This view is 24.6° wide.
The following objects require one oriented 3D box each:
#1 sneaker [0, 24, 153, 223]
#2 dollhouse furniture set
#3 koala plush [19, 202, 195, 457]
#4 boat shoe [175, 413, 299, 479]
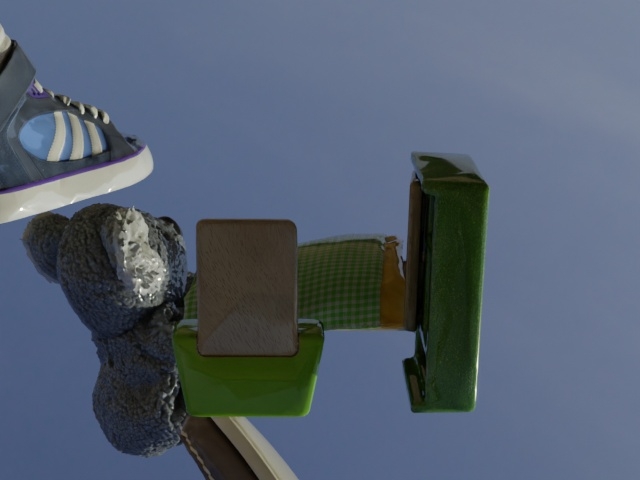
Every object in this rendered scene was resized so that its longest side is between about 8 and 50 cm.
[{"bbox_3d":[-0.313,-0.153,1.575,0.130,0.236,0.323,-10,-171,32],"label":"sneaker"},{"bbox_3d":[0.000,0.000,1.037,0.197,0.151,0.301,0,-165,-1],"label":"dollhouse furniture set"},{"bbox_3d":[-0.159,0.057,1.312,0.196,0.221,0.203,6,-133,49],"label":"koala plush"},{"bbox_3d":[-0.023,0.269,1.167,0.096,0.324,0.116,-35,-173,2],"label":"boat shoe"}]
